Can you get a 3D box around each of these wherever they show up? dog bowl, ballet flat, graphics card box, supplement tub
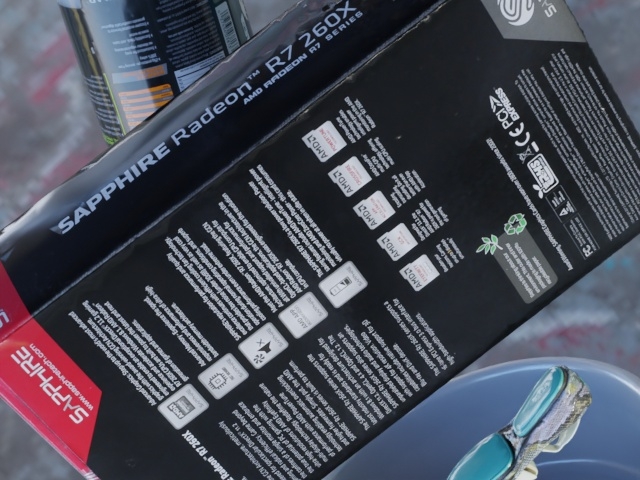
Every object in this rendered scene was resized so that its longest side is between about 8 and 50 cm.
[{"bbox_3d":[0.123,0.199,1.313,0.265,0.104,0.265,-21,26,11],"label":"dog bowl"},{"bbox_3d":[0.124,0.126,1.184,0.114,0.041,0.041,-49,44,18],"label":"ballet flat"},{"bbox_3d":[0.000,0.000,1.107,0.371,0.233,0.094,-38,39,1],"label":"graphics card box"},{"bbox_3d":[-0.098,-0.115,1.279,0.117,0.190,0.117,-13,25,6],"label":"supplement tub"}]
